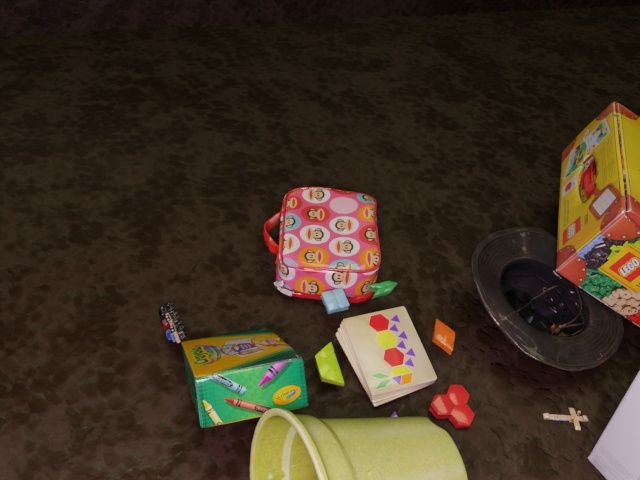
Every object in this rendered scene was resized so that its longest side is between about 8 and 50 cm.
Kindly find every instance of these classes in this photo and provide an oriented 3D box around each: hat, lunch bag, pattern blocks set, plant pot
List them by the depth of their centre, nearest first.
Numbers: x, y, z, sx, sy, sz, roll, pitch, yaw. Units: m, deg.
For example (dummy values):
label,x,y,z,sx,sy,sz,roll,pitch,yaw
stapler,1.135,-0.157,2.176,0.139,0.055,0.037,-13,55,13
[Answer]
label,x,y,z,sx,sy,sz,roll,pitch,yaw
plant pot,0.064,0.367,0.936,0.254,0.276,0.276,-1,40,-27
pattern blocks set,0.129,0.219,1.235,0.285,0.026,0.325,-3,52,-11
hat,0.438,0.136,1.323,0.331,0.134,0.331,8,54,-11
lunch bag,0.000,0.000,1.433,0.258,0.120,0.293,5,41,-1

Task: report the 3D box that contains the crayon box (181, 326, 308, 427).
label,x,y,z,sx,sy,sz,roll,pitch,yaw
crayon box,-0.137,0.219,1.079,0.165,0.081,0.278,-8,5,-16

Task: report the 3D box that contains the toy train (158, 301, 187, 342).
label,x,y,z,sx,sy,sz,roll,pitch,yaw
toy train,-0.289,0.158,1.244,0.036,0.027,0.158,-21,22,-16

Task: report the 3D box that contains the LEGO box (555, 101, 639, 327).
label,x,y,z,sx,sy,sz,roll,pitch,yaw
LEGO box,0.731,-0.038,1.411,0.372,0.193,0.500,33,40,-4

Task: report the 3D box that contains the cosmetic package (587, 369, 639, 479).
label,x,y,z,sx,sy,sz,roll,pitch,yaw
cosmetic package,0.663,0.254,1.098,0.377,0.284,0.097,-16,45,-25

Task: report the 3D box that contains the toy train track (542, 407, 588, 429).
label,x,y,z,sx,sy,sz,roll,pitch,yaw
toy train track,0.456,0.326,1.194,0.083,0.014,0.048,4,40,-2
